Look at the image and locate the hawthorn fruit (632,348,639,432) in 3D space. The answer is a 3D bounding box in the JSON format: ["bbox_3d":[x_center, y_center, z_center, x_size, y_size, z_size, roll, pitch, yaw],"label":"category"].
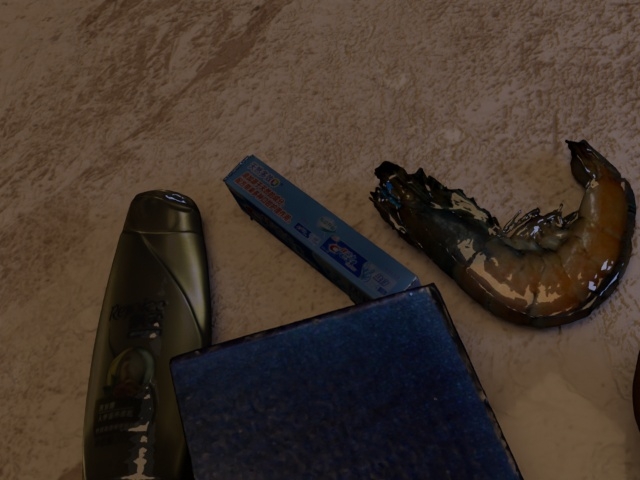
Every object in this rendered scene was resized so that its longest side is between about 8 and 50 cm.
[{"bbox_3d":[0.353,0.128,0.653,0.208,0.208,0.248,-23,40,4],"label":"hawthorn fruit"}]

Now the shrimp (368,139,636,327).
[{"bbox_3d":[0.197,-0.041,0.873,0.290,0.054,0.222,34,76,27],"label":"shrimp"}]

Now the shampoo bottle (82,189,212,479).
[{"bbox_3d":[-0.181,0.103,0.894,0.126,0.084,0.350,-4,58,8],"label":"shampoo bottle"}]

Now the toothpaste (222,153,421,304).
[{"bbox_3d":[0.000,0.000,0.906,0.053,0.066,0.272,-45,57,-10],"label":"toothpaste"}]

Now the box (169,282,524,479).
[{"bbox_3d":[0.026,0.207,0.720,0.261,0.116,0.279,-15,56,-7],"label":"box"}]
